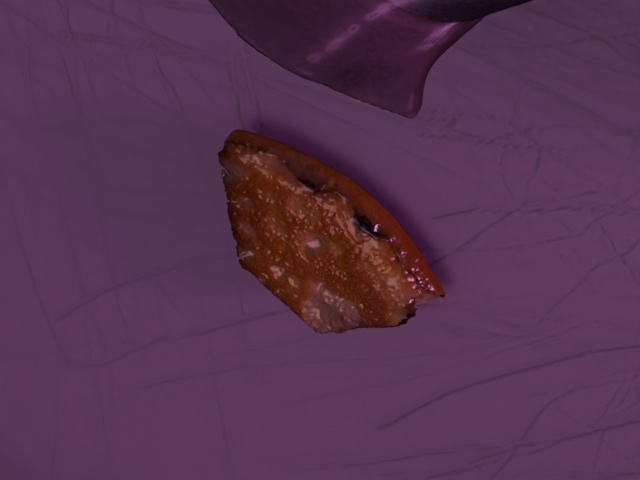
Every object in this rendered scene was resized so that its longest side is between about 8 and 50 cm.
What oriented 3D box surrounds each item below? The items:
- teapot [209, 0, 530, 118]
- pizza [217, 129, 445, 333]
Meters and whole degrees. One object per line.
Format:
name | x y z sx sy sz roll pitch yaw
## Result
teapot | 0.108 -0.203 0.410 0.344 0.253 0.300 -11 99 44
pizza | 0.000 0.000 0.755 0.160 0.036 0.099 39 134 6
